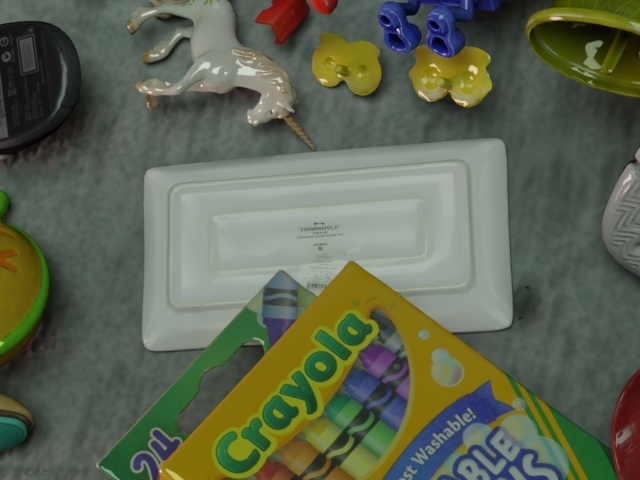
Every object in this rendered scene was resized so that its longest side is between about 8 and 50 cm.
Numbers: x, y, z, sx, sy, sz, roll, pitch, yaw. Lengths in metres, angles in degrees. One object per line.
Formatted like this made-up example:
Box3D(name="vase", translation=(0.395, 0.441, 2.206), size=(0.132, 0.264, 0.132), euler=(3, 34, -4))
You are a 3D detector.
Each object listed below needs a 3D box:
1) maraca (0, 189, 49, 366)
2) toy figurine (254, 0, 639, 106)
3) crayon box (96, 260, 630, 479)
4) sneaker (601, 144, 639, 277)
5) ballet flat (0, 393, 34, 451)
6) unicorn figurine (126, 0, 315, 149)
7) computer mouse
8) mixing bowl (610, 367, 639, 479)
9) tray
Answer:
Box3D(name="maraca", translation=(-0.262, 0.027, 1.388), size=(0.127, 0.099, 0.185), euler=(-21, 44, -7))
Box3D(name="toy figurine", translation=(0.131, -0.233, 1.331), size=(0.363, 0.191, 0.217), euler=(9, 51, 40))
Box3D(name="crayon box", translation=(0.041, 0.158, 1.238), size=(0.323, 0.083, 0.203), euler=(36, 63, 14))
Box3D(name="sneaker", translation=(0.316, -0.114, 1.305), size=(0.125, 0.180, 0.321), euler=(38, 116, -14))
Box3D(name="ballet flat", translation=(-0.320, 0.129, 1.377), size=(0.232, 0.080, 0.073), euler=(-14, 55, 6))
Box3D(name="unicorn figurine", translation=(-0.081, -0.133, 1.418), size=(0.111, 0.060, 0.162), euler=(-17, 70, 7))
Box3D(name="computer mouse", translation=(-0.297, -0.129, 1.466), size=(0.262, 0.060, 0.184), euler=(-19, 73, 17))
Box3D(name="mixing bowl", translation=(0.283, 0.117, 1.201), size=(0.181, 0.098, 0.181), euler=(8, 53, -10))
Box3D(name="tray", translation=(0.000, 0.000, 1.375), size=(0.270, 0.030, 0.145), euler=(-4, 72, 10))
